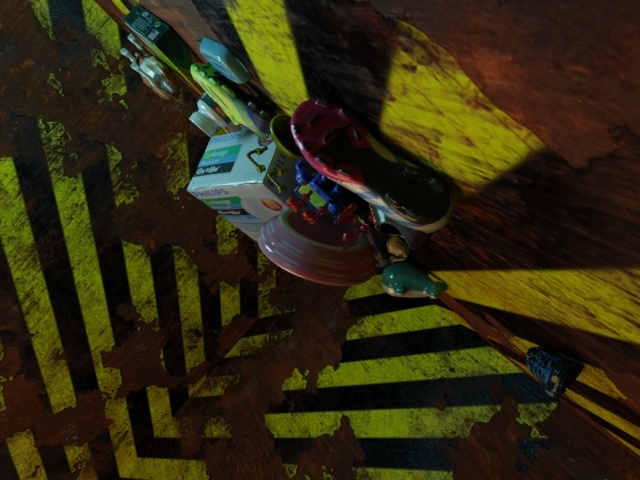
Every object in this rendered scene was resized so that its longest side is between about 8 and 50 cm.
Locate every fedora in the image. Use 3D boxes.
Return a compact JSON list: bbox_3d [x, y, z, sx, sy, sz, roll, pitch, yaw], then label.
[{"bbox_3d":[0.203,0.002,1.860,0.244,0.124,0.275,39,171,-4],"label":"fedora"}]

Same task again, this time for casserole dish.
[{"bbox_3d":[-0.245,-0.452,1.109,0.188,0.037,0.114,39,179,41],"label":"casserole dish"}]

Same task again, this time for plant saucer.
[{"bbox_3d":[0.000,0.000,1.188,0.333,0.084,0.332,15,-157,-7],"label":"plant saucer"}]

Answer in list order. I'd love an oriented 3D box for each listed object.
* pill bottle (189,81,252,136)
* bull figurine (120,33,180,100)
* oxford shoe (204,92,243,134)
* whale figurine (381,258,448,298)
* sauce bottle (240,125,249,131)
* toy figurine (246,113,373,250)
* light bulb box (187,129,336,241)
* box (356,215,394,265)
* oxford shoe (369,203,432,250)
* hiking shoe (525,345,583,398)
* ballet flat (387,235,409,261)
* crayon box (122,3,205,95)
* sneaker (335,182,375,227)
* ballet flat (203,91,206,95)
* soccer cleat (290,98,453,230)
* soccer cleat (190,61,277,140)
[{"bbox_3d":[-0.301,-0.403,1.308,0.108,0.180,0.108,41,180,0],"label":"pill bottle"},{"bbox_3d":[-0.613,-0.616,1.572,0.310,0.101,0.188,42,178,28],"label":"bull figurine"},{"bbox_3d":[-0.309,-0.445,1.737,0.364,0.130,0.133,40,173,-29],"label":"oxford shoe"},{"bbox_3d":[0.380,0.156,1.797,0.272,0.216,0.141,14,116,43],"label":"whale figurine"},{"bbox_3d":[-0.133,-0.303,1.568,0.344,0.111,0.111,40,180,-43],"label":"sauce bottle"},{"bbox_3d":[-0.036,-0.133,1.165,0.363,0.191,0.217,41,163,-9],"label":"toy figurine"},{"bbox_3d":[-0.169,-0.171,1.458,0.358,0.225,0.361,1,153,38],"label":"light bulb box"},{"bbox_3d":[0.201,-0.006,1.636,0.225,0.037,0.136,62,179,-8],"label":"box"},{"bbox_3d":[0.140,-0.078,0.992,0.271,0.098,0.097,40,179,41],"label":"oxford shoe"},{"bbox_3d":[0.635,0.361,1.231,0.132,0.113,0.304,40,179,28],"label":"hiking shoe"},{"bbox_3d":[0.294,0.041,1.643,0.086,0.086,0.248,41,179,16],"label":"ballet flat"},{"bbox_3d":[-0.501,-0.639,1.518,0.202,0.081,0.318,41,179,25],"label":"crayon box"},{"bbox_3d":[0.130,-0.104,1.291,0.106,0.078,0.234,31,173,47],"label":"sneaker"},{"bbox_3d":[-0.502,-0.666,1.868,0.053,0.057,0.168,13,179,9],"label":"ballet flat"},{"bbox_3d":[0.081,-0.120,0.769,0.331,0.116,0.143,40,179,18],"label":"soccer cleat"},{"bbox_3d":[-0.250,-0.384,1.216,0.289,0.121,0.093,36,-136,4],"label":"soccer cleat"}]
